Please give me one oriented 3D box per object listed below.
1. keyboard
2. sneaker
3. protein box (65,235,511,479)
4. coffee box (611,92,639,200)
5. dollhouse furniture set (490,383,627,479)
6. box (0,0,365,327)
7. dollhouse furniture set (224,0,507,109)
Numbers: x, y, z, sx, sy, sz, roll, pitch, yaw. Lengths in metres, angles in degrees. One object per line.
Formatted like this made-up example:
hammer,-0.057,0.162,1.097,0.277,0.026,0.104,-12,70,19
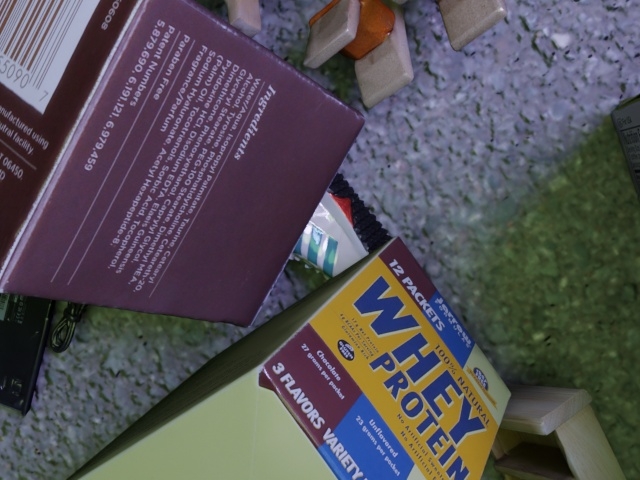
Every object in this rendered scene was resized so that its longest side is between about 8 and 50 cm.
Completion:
keyboard,-0.231,0.046,0.600,0.108,0.023,0.180,17,97,11
sneaker,0.000,0.000,0.560,0.075,0.057,0.161,-36,91,24
protein box,-0.018,0.128,0.464,0.200,0.201,0.136,-35,91,29
coffee box,0.397,0.011,0.367,0.337,0.338,0.334,-19,91,8
dollhouse furniture set,0.087,0.223,0.483,0.242,0.212,0.161,-28,93,-23
box,-0.116,-0.065,0.461,0.168,0.203,0.167,33,98,33
dollhouse furniture set,0.014,-0.237,0.416,0.259,0.262,0.135,-31,46,37
